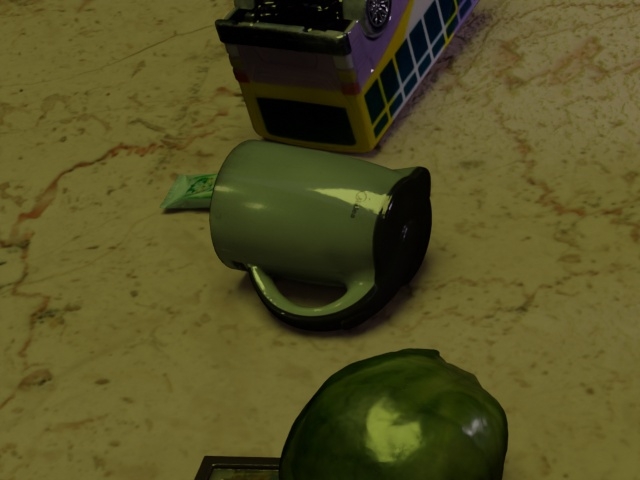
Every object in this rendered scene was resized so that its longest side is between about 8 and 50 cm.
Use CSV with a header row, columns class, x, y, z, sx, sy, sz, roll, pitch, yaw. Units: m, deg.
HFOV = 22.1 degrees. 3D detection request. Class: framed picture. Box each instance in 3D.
class,x,y,z,sx,sy,sz,roll,pitch,yaw
framed picture,-0.081,0.283,1.655,0.128,0.023,0.168,-1,36,18

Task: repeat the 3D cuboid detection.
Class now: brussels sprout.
class,x,y,z,sx,sy,sz,roll,pitch,yaw
brussels sprout,0.078,0.208,1.552,0.210,0.219,0.271,23,26,19

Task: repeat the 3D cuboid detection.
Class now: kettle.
class,x,y,z,sx,sy,sz,roll,pitch,yaw
kettle,0.000,0.000,1.935,0.236,0.161,0.221,10,69,27

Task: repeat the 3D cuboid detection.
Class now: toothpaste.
class,x,y,z,sx,sy,sz,roll,pitch,yaw
toothpaste,-0.068,-0.064,2.129,0.297,0.048,0.074,0,40,25

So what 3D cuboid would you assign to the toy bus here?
class,x,y,z,sx,sy,sz,roll,pitch,yaw
toy bus,0.068,-0.336,2.287,0.209,0.249,0.440,9,46,30
